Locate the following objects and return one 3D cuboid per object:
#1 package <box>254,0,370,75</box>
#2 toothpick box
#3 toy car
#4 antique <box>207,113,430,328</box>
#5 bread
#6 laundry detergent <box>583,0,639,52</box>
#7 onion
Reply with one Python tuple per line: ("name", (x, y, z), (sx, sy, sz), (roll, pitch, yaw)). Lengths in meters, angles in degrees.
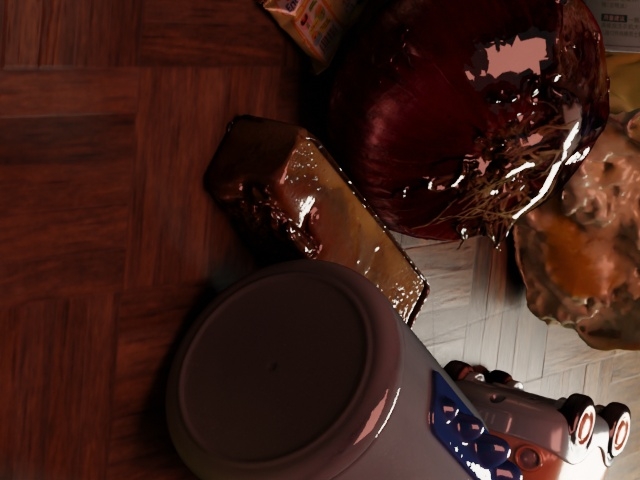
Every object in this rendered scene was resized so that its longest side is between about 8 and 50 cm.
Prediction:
("package", (-0.005, -0.233, 1.655), (0.120, 0.031, 0.108), (50, 60, -42))
("toothpick box", (0.043, 0.197, 1.658), (0.263, 0.263, 0.354), (-64, 144, -18))
("toy car", (0.228, 0.266, 1.986), (0.270, 0.181, 0.212), (19, 86, -61))
("antique", (0.000, 0.000, 1.687), (0.093, 0.087, 0.310), (-62, 142, -19))
("bread", (0.424, -0.097, 2.096), (0.394, 0.250, 0.361), (-42, 133, -40))
("laundry detergent", (0.362, -0.382, 1.891), (0.287, 0.287, 0.305), (-22, 117, -49))
("onion", (0.140, -0.147, 1.719), (0.314, 0.232, 0.314), (-21, 143, -17))
